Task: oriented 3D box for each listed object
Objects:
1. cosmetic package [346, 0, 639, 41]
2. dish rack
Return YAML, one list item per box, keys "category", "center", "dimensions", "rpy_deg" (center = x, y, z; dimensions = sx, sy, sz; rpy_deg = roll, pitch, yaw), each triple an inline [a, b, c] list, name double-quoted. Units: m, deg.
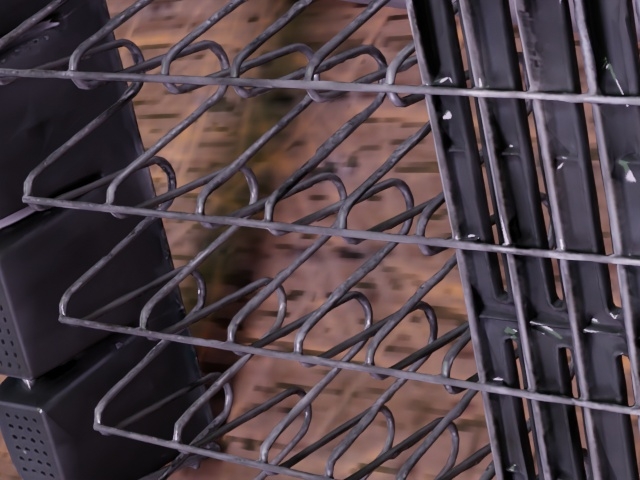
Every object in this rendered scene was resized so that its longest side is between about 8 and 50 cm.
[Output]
- category: "cosmetic package"
  center: [-0.019, -0.173, 0.536]
  dimensions: [0.365, 0.197, 0.155]
  rpy_deg: [15, 80, 45]
- category: "dish rack"
  center: [0.000, 0.000, 0.452]
  dimensions: [0.271, 0.208, 0.074]
  rpy_deg: [8, 31, 38]
